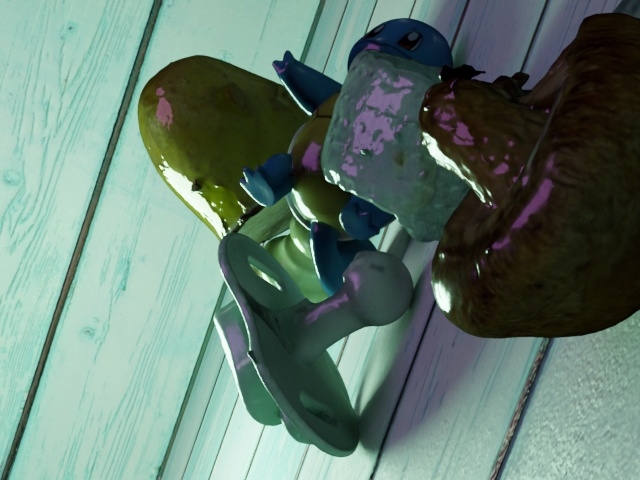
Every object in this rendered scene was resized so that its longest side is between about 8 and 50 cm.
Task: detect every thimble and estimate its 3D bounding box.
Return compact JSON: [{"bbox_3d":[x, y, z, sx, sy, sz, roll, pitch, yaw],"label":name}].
[{"bbox_3d":[0.108,-0.108,1.541,0.250,0.204,0.172,-88,18,-75],"label":"thimble"}]

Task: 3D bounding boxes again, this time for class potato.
[{"bbox_3d":[-0.111,-0.175,2.190,0.290,0.296,0.397,-43,-8,35],"label":"potato"}]

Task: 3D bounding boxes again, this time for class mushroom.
[{"bbox_3d":[0.186,-0.052,1.055,0.263,0.195,0.283,-59,31,22],"label":"mushroom"}]

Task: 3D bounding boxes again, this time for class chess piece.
[{"bbox_3d":[0.000,0.000,2.186,0.251,0.144,0.144,-54,19,41],"label":"chess piece"}]

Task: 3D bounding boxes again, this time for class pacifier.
[{"bbox_3d":[0.008,0.113,1.787,0.269,0.288,0.343,-30,57,15],"label":"pacifier"}]

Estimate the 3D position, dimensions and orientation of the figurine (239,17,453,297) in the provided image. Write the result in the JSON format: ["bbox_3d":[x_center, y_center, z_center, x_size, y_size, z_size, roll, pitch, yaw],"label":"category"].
[{"bbox_3d":[0.059,-0.112,1.884,0.298,0.243,0.416,19,95,37],"label":"figurine"}]

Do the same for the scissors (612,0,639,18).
[{"bbox_3d":[0.292,-0.216,1.242,0.256,0.029,0.383,-83,17,-45],"label":"scissors"}]
